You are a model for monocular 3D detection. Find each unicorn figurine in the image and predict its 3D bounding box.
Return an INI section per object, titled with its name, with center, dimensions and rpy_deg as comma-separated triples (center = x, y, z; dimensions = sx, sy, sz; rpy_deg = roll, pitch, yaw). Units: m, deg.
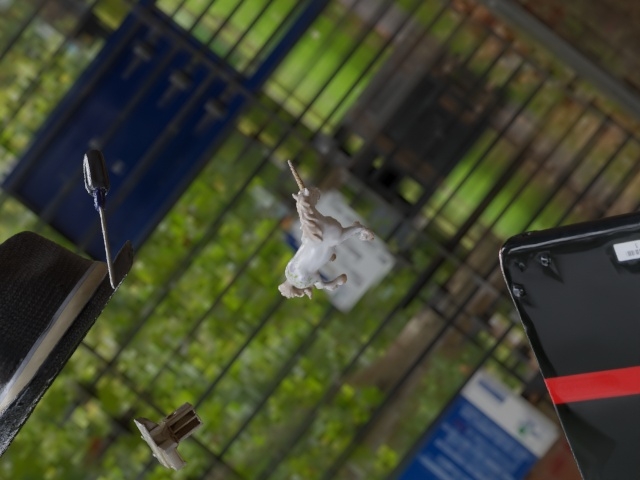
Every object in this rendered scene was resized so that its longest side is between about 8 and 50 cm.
[unicorn figurine]
center = 0.000, 0.000, 1.982
dimensions = 0.111, 0.162, 0.060
rpy_deg = 1, -158, -45

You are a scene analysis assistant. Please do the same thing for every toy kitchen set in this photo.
[toy kitchen set]
center = -0.180, 0.227, 2.224
dimensions = 0.068, 0.075, 0.083
rpy_deg = 60, 162, -20

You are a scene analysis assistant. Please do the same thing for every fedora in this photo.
[fedora]
center = -0.367, 0.105, 2.168
dimensions = 0.152, 0.334, 0.334
rpy_deg = 34, -177, -4

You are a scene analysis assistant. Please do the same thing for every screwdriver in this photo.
[screwdriver]
center = -0.211, -0.019, 1.738
dimensions = 0.024, 0.025, 0.170
rpy_deg = 53, -157, -50

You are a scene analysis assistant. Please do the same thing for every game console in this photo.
[game console]
center = 0.381, 0.121, 1.718
dimensions = 0.060, 0.386, 0.342
rpy_deg = -33, -75, -48
